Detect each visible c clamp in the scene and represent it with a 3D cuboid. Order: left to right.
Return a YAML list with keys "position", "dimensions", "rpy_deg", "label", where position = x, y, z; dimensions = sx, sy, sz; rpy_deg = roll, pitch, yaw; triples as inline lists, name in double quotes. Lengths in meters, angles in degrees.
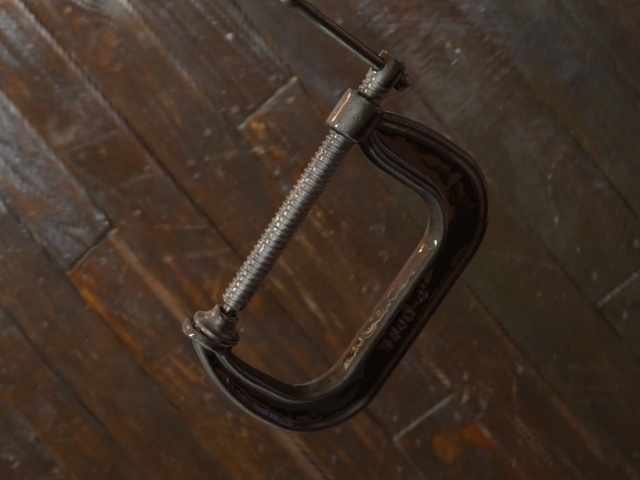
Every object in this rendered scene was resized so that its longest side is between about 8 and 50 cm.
- position: [0.000, 0.000, 0.462]
  dimensions: [0.137, 0.022, 0.161]
  rpy_deg: [23, 100, -33]
  label: "c clamp"
